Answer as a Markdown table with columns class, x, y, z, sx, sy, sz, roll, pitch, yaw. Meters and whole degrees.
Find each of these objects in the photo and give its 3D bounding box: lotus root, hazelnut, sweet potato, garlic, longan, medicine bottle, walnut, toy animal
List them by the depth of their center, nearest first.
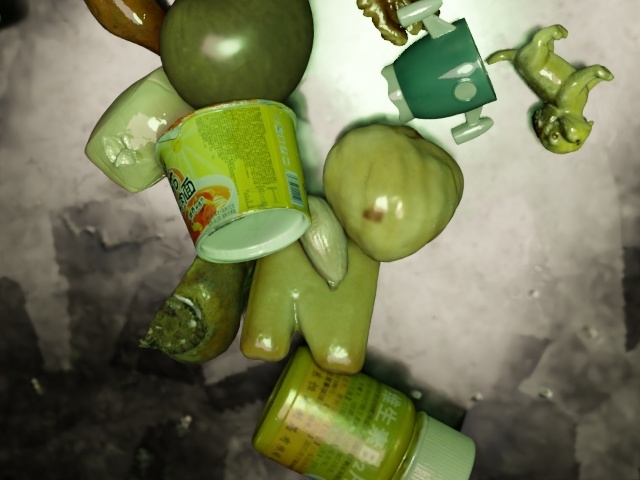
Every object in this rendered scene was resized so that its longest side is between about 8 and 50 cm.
| class | x | y | z | sx | sy | sz | roll | pitch | yaw |
| --- | --- | --- | --- | --- | --- | --- | --- | --- | --- |
| longan | -0.145 | -0.356 | 1.736 | 0.243 | 0.300 | 0.300 | -6 | 105 | 43 |
| hazelnut | 0.128 | -0.077 | 1.794 | 0.261 | 0.261 | 0.241 | 28 | 124 | -2 |
| toy animal | 0.429 | -0.274 | 1.794 | 0.169 | 0.121 | 0.233 | -33 | 95 | 21 |
| walnut | 0.135 | -0.437 | 1.798 | 0.143 | 0.069 | 0.170 | -24 | 102 | 5 |
| sweet potato | -0.359 | -0.428 | 1.816 | 0.112 | 0.112 | 0.359 | -40 | 100 | 11 |
| garlic | -0.003 | -0.012 | 1.818 | 0.087 | 0.101 | 0.195 | -25 | 67 | -13 |
| lotus root | -0.206 | 0.114 | 1.845 | 0.149 | 0.260 | 0.267 | 28 | 103 | -3 |
| medicine bottle | 0.081 | 0.376 | 1.905 | 0.384 | 0.224 | 0.224 | 27 | 103 | -3 |

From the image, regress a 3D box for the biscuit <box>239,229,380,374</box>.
| class | x | y | z | sx | sy | sz | roll | pitch | yaw |
| --- | --- | --- | --- | --- | --- | --- | --- | --- | --- |
| biscuit | -0.015 | 0.096 | 1.859 | 0.237 | 0.062 | 0.290 | 11 | 67 | 4 |

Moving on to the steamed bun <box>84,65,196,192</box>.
| class | x | y | z | sx | sy | sz | roll | pitch | yaw |
| --- | --- | --- | --- | --- | --- | --- | --- | --- | --- |
| steamed bun | -0.317 | -0.201 | 1.839 | 0.239 | 0.152 | 0.170 | -43 | 97 | 14 |

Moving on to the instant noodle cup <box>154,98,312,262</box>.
| class | x | y | z | sx | sy | sz | roll | pitch | yaw |
| --- | --- | --- | --- | --- | --- | --- | --- | --- | --- |
| instant noodle cup | -0.138 | -0.091 | 1.734 | 0.264 | 0.264 | 0.200 | -22 | 69 | 8 |

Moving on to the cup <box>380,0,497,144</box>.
| class | x | y | z | sx | sy | sz | roll | pitch | yaw |
| --- | --- | --- | --- | --- | --- | --- | --- | --- | --- |
| cup | 0.205 | -0.288 | 1.780 | 0.173 | 0.167 | 0.299 | -21 | 126 | 13 |
